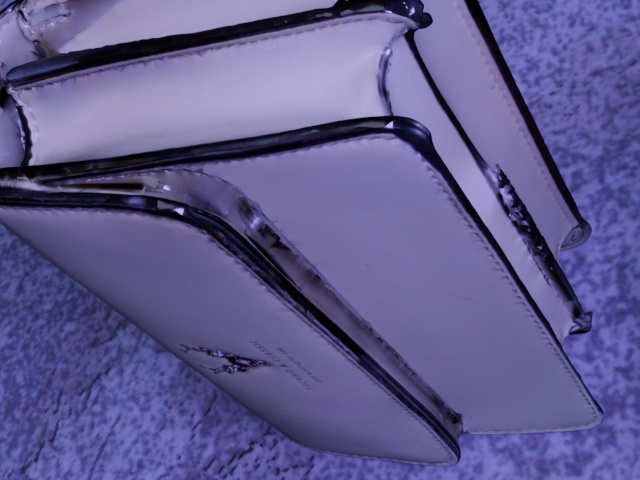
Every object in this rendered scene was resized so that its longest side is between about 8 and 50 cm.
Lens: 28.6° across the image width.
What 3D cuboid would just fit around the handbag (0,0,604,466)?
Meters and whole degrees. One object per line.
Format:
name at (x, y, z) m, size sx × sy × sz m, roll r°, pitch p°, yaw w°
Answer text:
handbag at (0.000, 0.000, 0.681) m, size 0.237 × 0.358 × 0.160 m, roll -7°, pitch 60°, yaw 23°
